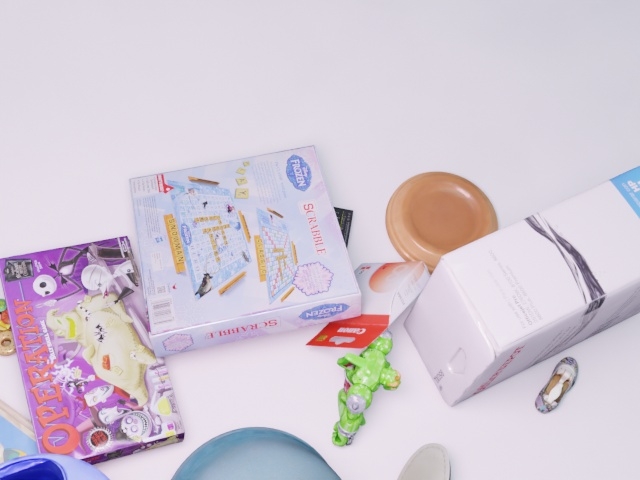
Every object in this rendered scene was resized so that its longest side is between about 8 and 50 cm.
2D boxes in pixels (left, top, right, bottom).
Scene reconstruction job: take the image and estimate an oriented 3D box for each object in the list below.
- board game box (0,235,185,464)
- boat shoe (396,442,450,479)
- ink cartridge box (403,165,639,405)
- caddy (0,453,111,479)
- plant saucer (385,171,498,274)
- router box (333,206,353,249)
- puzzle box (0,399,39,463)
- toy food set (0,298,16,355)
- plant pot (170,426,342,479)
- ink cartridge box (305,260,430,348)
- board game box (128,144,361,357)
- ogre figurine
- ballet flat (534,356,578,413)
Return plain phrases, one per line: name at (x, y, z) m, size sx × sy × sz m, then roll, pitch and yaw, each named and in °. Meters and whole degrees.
board game box at (-0.349, 0.163, 1.406) m, size 0.208 × 0.056 × 0.347 m, roll -14°, pitch 63°, yaw -18°
boat shoe at (0.147, 0.414, 1.378) m, size 0.081 × 0.069 × 0.228 m, roll 2°, pitch 57°, yaw 32°
ink cartridge box at (0.353, 0.072, 1.440) m, size 0.394 × 0.285 × 0.166 m, roll -23°, pitch 69°, yaw -18°
caddy at (-0.383, 0.438, 1.175) m, size 0.241 × 0.179 × 0.341 m, roll 30°, pitch 65°, yaw 5°
plant saucer at (0.212, -0.035, 1.609) m, size 0.199 × 0.037 × 0.200 m, roll 3°, pitch 65°, yaw -6°
router box at (0.000, 0.000, 1.563) m, size 0.092 × 0.038 × 0.123 m, roll 12°, pitch 64°, yaw -2°
puzzle box at (-0.485, 0.378, 1.316) m, size 0.408 × 0.052 × 0.272 m, roll 33°, pitch 66°, yaw 8°
toy food set at (-0.491, 0.134, 1.445) m, size 0.082 × 0.020 × 0.083 m, roll 27°, pitch 65°, yaw 5°
plant pot at (-0.062, 0.394, 1.208) m, size 0.271 × 0.255 × 0.272 m, roll 1°, pitch 86°, yaw -16°
ink cartridge box at (0.067, 0.098, 1.459) m, size 0.179 × 0.145 × 0.045 m, roll -39°, pitch 112°, yaw -34°
board game box at (-0.126, 0.007, 1.473) m, size 0.317 × 0.066 × 0.319 m, roll -11°, pitch 53°, yaw -6°
ogre figurine at (0.068, 0.212, 1.431) m, size 0.097 × 0.118 × 0.197 m, roll 40°, pitch 67°, yaw 11°
ballet flat at (0.388, 0.231, 1.509) m, size 0.041 × 0.041 × 0.114 m, roll 36°, pitch 66°, yaw 9°
